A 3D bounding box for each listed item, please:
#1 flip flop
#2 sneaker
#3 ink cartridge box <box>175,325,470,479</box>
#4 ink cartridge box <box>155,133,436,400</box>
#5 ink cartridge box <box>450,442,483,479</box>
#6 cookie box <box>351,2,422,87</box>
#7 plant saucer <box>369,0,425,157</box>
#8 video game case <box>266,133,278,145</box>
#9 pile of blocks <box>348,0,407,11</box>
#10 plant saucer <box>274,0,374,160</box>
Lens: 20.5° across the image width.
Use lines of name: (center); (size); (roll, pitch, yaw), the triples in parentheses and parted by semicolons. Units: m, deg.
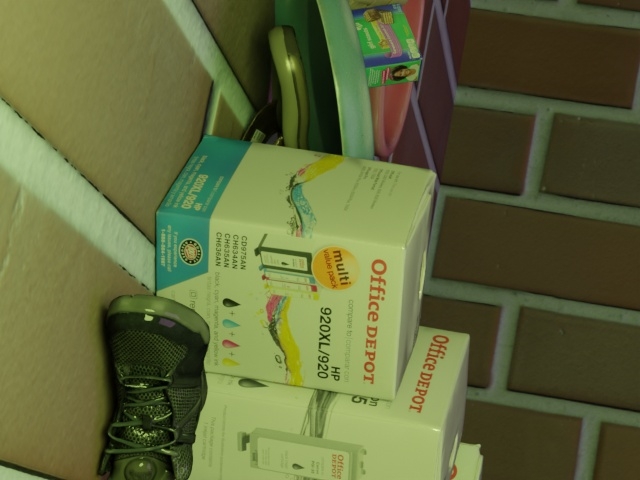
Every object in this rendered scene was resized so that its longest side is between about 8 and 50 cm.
flip flop: (-0.051, -0.093, 1.856); (0.112, 0.080, 0.277); (-113, -163, -54)
sneaker: (-0.141, 0.136, 1.502); (0.227, 0.087, 0.130); (93, 3, -60)
ink cartridge box: (-0.006, 0.159, 1.733); (0.207, 0.283, 0.117); (-63, 160, -63)
ink cartridge box: (-0.021, 0.024, 1.672); (0.168, 0.233, 0.171); (-65, 161, -60)
ink cartridge box: (-0.001, 0.308, 1.822); (0.129, 0.307, 0.223); (81, 20, -60)
cookie box: (0.049, -0.214, 1.975); (0.040, 0.107, 0.092); (94, -19, -52)
plant saucer: (0.080, -0.284, 2.463); (0.332, 0.084, 0.332); (9, 90, -80)
video game case: (-0.047, -0.064, 2.083); (0.173, 0.022, 0.190); (75, 25, -67)
pile of blocks: (0.027, -0.417, 2.039); (0.113, 0.149, 0.362); (11, 75, -38)
plant saucer: (0.005, -0.152, 1.844); (0.317, 0.044, 0.317); (170, -90, -80)
